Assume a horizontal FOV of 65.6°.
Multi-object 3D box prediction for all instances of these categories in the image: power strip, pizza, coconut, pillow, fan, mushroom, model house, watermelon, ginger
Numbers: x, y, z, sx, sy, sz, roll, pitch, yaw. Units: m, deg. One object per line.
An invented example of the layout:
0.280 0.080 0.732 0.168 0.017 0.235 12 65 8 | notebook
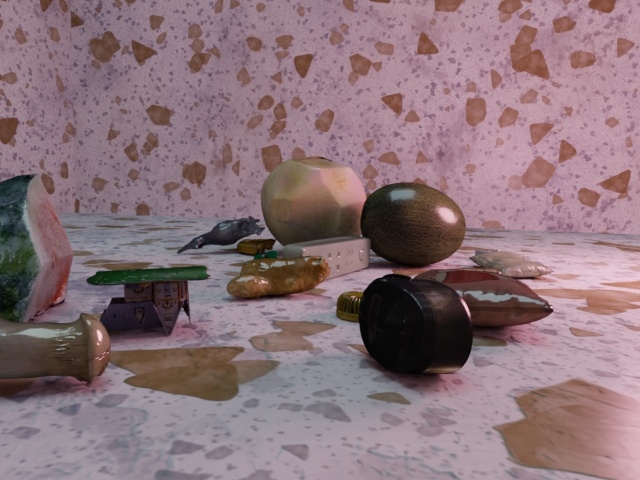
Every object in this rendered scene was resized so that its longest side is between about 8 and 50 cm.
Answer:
0.033 0.043 1.242 0.062 0.091 0.385 6 7 30 | power strip
-0.210 0.019 1.628 0.130 0.041 0.178 -10 9 -32 | pizza
-0.030 -0.107 1.606 0.352 0.353 0.352 1 6 0 | coconut
0.515 0.066 1.357 0.148 0.050 0.230 -6 6 -3 | pillow
0.092 0.108 0.875 0.082 0.039 0.155 6 7 41 | fan
-0.336 0.112 0.523 0.223 0.081 0.092 0 -17 0 | mushroom
-0.248 0.090 0.730 0.166 0.088 0.117 -2 7 -19 | model house
0.254 0.094 0.837 0.223 0.084 0.236 1 3 15 | pillow
-0.525 0.024 0.845 0.319 0.290 0.213 -10 -30 29 | watermelon
-0.088 0.072 0.997 0.205 0.081 0.115 -6 -6 -14 | ginger

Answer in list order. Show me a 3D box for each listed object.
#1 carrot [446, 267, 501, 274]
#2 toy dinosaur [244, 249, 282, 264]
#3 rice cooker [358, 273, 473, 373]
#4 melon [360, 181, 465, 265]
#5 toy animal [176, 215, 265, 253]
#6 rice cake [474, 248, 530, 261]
0.360 0.082 1.220 0.165 0.036 0.035 1 6 23 | carrot
-0.130 0.054 1.281 0.132 0.059 0.096 -7 1 -5 | toy dinosaur
0.113 0.101 0.609 0.106 0.112 0.165 6 7 -13 | rice cooker
0.266 -0.044 1.425 0.301 0.238 0.237 10 5 -8 | melon
-0.274 -0.036 1.633 0.205 0.081 0.367 -13 8 39 | toy animal
0.558 0.050 1.527 0.030 0.042 0.180 0 6 -39 | rice cake
